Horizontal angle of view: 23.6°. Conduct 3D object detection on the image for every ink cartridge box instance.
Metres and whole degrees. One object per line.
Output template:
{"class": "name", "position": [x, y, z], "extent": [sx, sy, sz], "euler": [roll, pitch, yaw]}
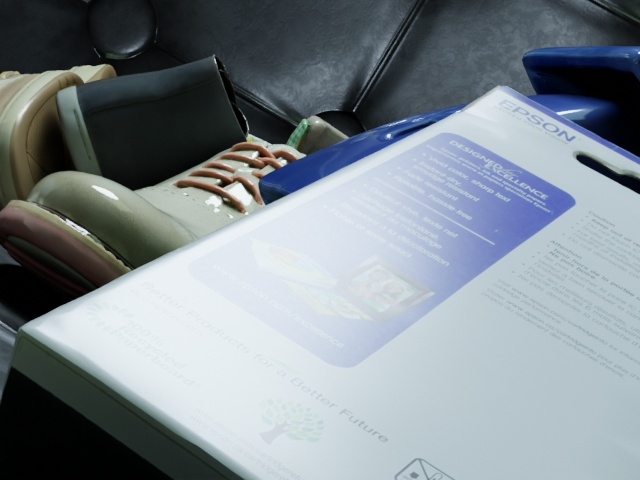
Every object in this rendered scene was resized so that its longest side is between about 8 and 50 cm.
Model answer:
{"class": "ink cartridge box", "position": [0.054, 0.039, 0.542], "extent": [0.165, 0.065, 0.333], "euler": [31, 31, 20]}

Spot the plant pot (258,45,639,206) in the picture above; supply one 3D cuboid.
{"class": "plant pot", "position": [0.117, 0.024, 0.805], "extent": [0.236, 0.212, 0.236], "euler": [61, -4, -9]}

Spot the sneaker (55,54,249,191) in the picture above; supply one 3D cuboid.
{"class": "sneaker", "position": [-0.100, -0.039, 1.085], "extent": [0.222, 0.118, 0.083], "euler": [75, -1, -59]}

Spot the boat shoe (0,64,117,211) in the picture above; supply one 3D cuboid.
{"class": "boat shoe", "position": [-0.223, -0.067, 1.145], "extent": [0.110, 0.121, 0.341], "euler": [-3, 9, 2]}

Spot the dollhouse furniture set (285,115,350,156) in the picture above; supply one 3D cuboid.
{"class": "dollhouse furniture set", "position": [0.000, 0.000, 1.536], "extent": [0.301, 0.197, 0.151], "euler": [31, 2, -40]}

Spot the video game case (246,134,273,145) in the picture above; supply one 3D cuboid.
{"class": "video game case", "position": [0.052, -0.006, 1.299], "extent": [0.232, 0.041, 0.210], "euler": [30, 0, -31]}

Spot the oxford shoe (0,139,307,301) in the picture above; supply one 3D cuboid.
{"class": "oxford shoe", "position": [-0.077, -0.009, 0.949], "extent": [0.140, 0.146, 0.397], "euler": [31, 1, 13]}
